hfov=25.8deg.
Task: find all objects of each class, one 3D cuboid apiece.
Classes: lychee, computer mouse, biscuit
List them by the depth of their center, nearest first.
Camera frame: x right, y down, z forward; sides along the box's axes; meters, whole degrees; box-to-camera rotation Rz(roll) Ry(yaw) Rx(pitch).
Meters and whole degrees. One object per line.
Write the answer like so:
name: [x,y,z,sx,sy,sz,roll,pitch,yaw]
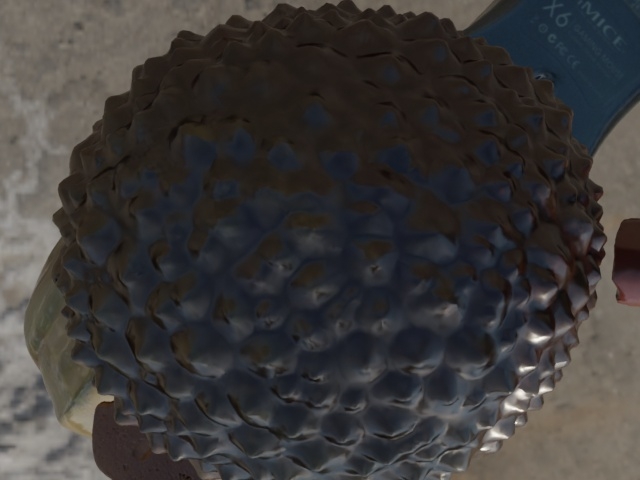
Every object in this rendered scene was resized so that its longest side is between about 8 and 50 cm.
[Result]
lychee: [0.000,0.000,0.700,0.268,0.267,0.267,-5,138,-5]
computer mouse: [0.206,-0.156,1.165,0.379,0.090,0.167,-42,100,-4]
biscuit: [-0.149,0.188,1.247,0.130,0.019,0.102,30,111,17]

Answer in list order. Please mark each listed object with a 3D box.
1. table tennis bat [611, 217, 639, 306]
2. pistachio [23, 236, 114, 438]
table tennis bat: [0.353,0.021,0.710,0.415,0.051,0.268,3,142,31]
pistachio: [-0.131,0.036,1.497,0.281,0.445,0.365,47,146,-6]
